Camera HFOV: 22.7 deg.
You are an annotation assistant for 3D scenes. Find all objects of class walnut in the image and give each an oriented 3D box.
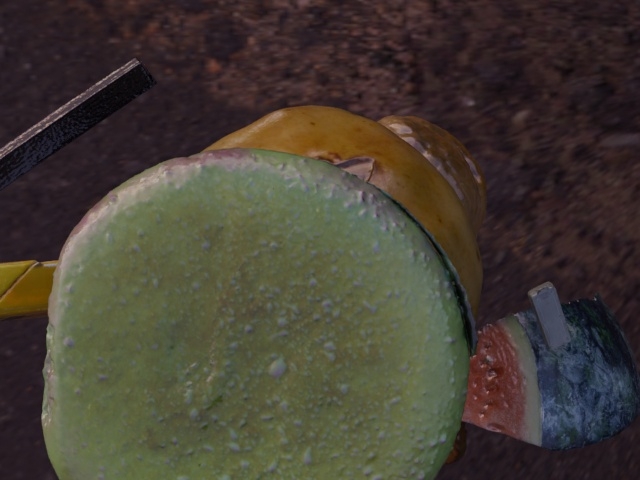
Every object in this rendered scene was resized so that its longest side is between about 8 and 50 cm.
[{"bbox_3d":[0.114,-0.058,1.860,0.155,0.155,0.184,-46,74,18],"label":"walnut"}]

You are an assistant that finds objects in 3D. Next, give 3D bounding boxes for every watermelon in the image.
[{"bbox_3d":[0.245,0.131,1.814,0.226,0.318,0.148,-4,98,14],"label":"watermelon"}]

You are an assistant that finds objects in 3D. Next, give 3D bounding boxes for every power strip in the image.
[{"bbox_3d":[0.235,0.080,1.638,0.027,0.017,0.083,-24,119,-4],"label":"power strip"}]

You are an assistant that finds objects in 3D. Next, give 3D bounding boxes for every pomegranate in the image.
[{"bbox_3d":[-0.010,0.040,1.543,0.332,0.332,0.333,2,98,18],"label":"pomegranate"}]

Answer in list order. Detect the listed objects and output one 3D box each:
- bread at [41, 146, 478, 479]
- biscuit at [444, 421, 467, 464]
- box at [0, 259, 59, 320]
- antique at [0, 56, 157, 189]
[{"bbox_3d":[-0.043,0.088,1.051,0.301,0.045,0.301,0,100,2],"label":"bread"},{"bbox_3d":[0.120,0.186,1.941,0.027,0.188,0.188,-27,88,-19],"label":"biscuit"},{"bbox_3d":[-0.176,0.032,1.217,0.152,0.269,0.044,-11,85,62],"label":"box"},{"bbox_3d":[-0.232,-0.098,1.414,0.192,0.031,0.015,-35,43,-4],"label":"antique"}]
